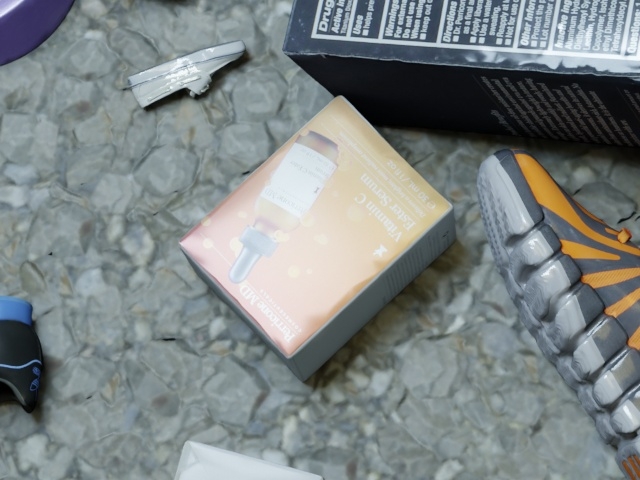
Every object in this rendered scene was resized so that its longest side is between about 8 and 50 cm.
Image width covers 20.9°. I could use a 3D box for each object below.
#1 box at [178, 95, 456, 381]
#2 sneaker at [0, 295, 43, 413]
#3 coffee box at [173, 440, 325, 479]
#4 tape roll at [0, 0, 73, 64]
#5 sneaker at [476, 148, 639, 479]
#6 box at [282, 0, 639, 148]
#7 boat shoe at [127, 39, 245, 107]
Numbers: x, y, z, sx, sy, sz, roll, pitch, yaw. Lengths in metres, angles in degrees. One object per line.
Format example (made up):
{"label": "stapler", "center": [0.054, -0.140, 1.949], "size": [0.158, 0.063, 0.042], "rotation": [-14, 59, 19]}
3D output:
{"label": "box", "center": [0.000, 0.000, 1.333], "size": [0.170, 0.091, 0.130], "rotation": [-43, 75, -7]}
{"label": "sneaker", "center": [-0.330, 0.108, 1.340], "size": [0.232, 0.081, 0.090], "rotation": [-12, 66, 1]}
{"label": "coffee box", "center": [-0.045, 0.234, 1.188], "size": [0.098, 0.246, 0.141], "rotation": [13, 75, 11]}
{"label": "tape roll", "center": [-0.297, -0.242, 1.439], "size": [0.189, 0.080, 0.189], "rotation": [-1, 75, 5]}
{"label": "sneaker", "center": [0.257, 0.046, 1.291], "size": [0.180, 0.124, 0.321], "rotation": [-30, 84, -8]}
{"label": "box", "center": [0.163, -0.237, 1.297], "size": [0.294, 0.183, 0.296], "rotation": [8, 79, 25]}
{"label": "boat shoe", "center": [-0.106, -0.134, 1.416], "size": [0.100, 0.035, 0.035], "rotation": [-21, 100, -4]}
